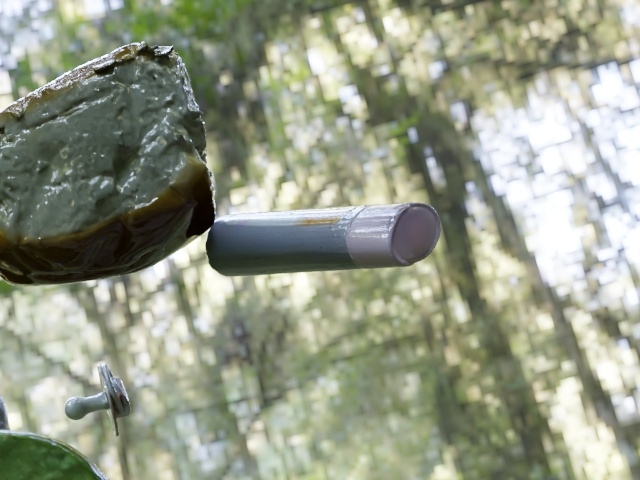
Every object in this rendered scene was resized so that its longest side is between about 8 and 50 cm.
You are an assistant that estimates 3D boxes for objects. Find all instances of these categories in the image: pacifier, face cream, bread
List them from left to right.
[{"bbox_3d":[-0.272,0.193,2.212,0.078,0.099,0.081,-15,-53,-9],"label":"pacifier"},{"bbox_3d":[-0.247,-0.068,2.027,0.279,0.225,0.250,-22,-5,-5],"label":"bread"},{"bbox_3d":[0.000,0.000,2.052,0.269,0.073,0.107,-3,17,38],"label":"face cream"}]

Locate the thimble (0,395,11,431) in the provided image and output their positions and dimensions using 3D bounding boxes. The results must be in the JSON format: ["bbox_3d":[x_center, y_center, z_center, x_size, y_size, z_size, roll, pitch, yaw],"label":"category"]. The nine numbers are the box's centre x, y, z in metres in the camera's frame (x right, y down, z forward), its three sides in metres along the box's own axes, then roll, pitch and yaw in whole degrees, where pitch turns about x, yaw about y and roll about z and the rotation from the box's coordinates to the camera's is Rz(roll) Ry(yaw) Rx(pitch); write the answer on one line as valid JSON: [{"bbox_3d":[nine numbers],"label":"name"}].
[{"bbox_3d":[-0.488,0.254,2.213,0.217,0.245,0.157,29,-19,4],"label":"thimble"}]

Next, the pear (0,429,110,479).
[{"bbox_3d":[-0.302,0.279,1.943,0.239,0.288,0.139,-39,7,33],"label":"pear"}]
